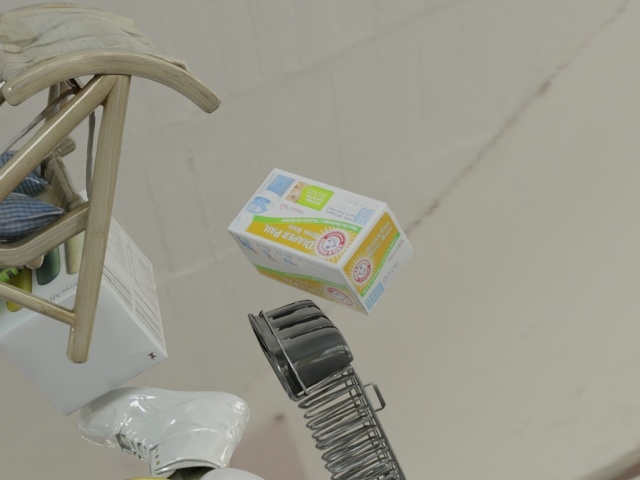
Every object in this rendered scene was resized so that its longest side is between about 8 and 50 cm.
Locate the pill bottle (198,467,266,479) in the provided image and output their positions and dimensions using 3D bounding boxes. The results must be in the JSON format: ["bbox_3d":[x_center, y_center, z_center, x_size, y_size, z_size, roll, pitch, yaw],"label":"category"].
[{"bbox_3d":[-0.136,0.402,1.571,0.153,0.153,0.265,15,-63,-44],"label":"pill bottle"}]

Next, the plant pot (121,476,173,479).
[{"bbox_3d":[-0.265,0.441,1.761,0.254,0.254,0.239,2,-15,-32],"label":"plant pot"}]

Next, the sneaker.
[{"bbox_3d":[-0.270,0.322,2.168,0.292,0.169,0.108,-5,-52,18],"label":"sneaker"}]

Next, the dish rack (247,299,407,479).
[{"bbox_3d":[0.030,0.185,1.233,0.074,0.272,0.208,-26,11,-4],"label":"dish rack"}]

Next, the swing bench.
[{"bbox_3d":[-0.234,-0.077,1.153,0.165,0.253,0.255,25,-83,-25],"label":"swing bench"}]

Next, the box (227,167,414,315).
[{"bbox_3d":[0.000,0.000,1.775,0.114,0.203,0.103,-54,-43,-20],"label":"box"}]

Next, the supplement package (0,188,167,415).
[{"bbox_3d":[-0.392,0.096,2.220,0.199,0.263,0.198,-30,-54,8],"label":"supplement package"}]

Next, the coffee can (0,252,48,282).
[{"bbox_3d":[-0.586,0.019,2.096,0.275,0.201,0.201,-37,-28,-10],"label":"coffee can"}]
